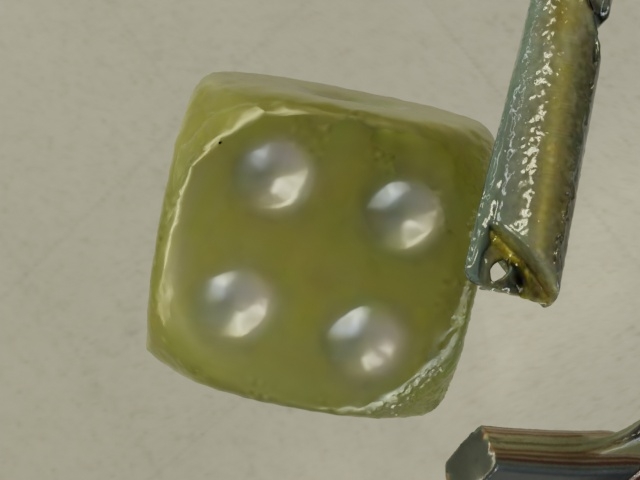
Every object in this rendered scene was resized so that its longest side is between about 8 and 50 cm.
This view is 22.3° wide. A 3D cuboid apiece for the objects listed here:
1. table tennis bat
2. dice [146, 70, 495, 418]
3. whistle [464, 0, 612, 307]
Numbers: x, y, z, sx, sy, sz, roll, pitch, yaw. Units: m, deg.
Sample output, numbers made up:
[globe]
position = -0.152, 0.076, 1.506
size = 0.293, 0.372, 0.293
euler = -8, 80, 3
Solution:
[table tennis bat]
position = 0.130, 0.087, 0.623
size = 0.130, 0.220, 0.019
euler = -50, 51, 31
[dice]
position = 0.000, 0.000, 1.264
size = 0.238, 0.227, 0.233
euler = 10, 98, 0
[whistle]
position = 0.163, -0.110, 1.147
size = 0.068, 0.057, 0.326
euler = 17, 69, -5
